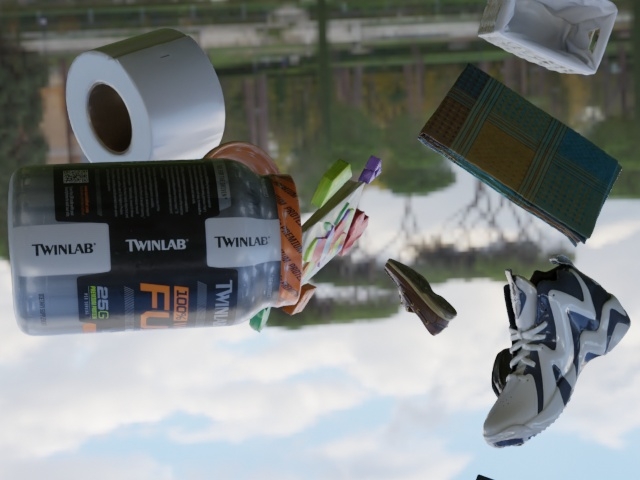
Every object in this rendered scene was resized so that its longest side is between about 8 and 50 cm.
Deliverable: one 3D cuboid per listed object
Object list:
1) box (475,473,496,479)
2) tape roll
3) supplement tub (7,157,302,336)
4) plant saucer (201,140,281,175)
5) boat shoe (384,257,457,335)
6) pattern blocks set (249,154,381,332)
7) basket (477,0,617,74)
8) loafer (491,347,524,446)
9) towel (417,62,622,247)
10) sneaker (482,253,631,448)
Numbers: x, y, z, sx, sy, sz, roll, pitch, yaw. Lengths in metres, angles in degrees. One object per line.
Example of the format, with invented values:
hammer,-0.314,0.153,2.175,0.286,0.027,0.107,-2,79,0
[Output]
box,0.315,0.524,2.333,0.059,0.183,0.232,13,165,42
tape roll,-0.308,-0.236,2.373,0.169,0.246,0.246,-25,-160,-40
supplement tub,-0.186,0.005,1.521,0.315,0.194,0.193,-3,-172,-9
plant saucer,-0.130,-0.049,2.038,0.037,0.200,0.200,-3,-174,45
boat shoe,0.162,0.097,2.346,0.064,0.060,0.178,16,-156,-48
pattern blocks set,0.000,0.000,1.966,0.026,0.285,0.325,30,-127,15
basket,0.325,-0.317,1.961,0.167,0.113,0.103,21,177,-16
loafer,0.303,0.232,2.086,0.062,0.061,0.170,6,-130,-12
towel,0.387,-0.168,2.582,0.370,0.040,0.271,33,-134,3
sneaker,0.237,0.113,1.548,0.235,0.153,0.094,-43,-167,-12
